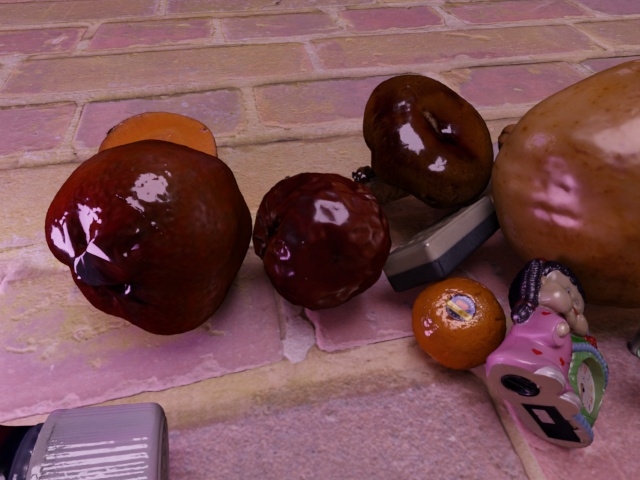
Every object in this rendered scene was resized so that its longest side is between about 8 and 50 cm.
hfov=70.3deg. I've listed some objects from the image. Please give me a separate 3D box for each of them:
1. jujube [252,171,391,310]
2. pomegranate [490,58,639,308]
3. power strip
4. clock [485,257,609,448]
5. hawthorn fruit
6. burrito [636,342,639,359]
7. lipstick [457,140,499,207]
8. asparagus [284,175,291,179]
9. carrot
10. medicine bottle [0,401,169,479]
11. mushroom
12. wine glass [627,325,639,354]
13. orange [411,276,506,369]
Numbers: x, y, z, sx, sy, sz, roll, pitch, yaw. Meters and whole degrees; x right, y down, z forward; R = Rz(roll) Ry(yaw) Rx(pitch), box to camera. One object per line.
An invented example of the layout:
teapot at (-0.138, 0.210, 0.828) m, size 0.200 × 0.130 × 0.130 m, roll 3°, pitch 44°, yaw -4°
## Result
jujube at (0.000, 0.000, 0.712) m, size 0.213 × 0.212 × 0.232 m, roll -10°, pitch 20°, yaw -11°
pomegranate at (0.450, -0.095, 0.727) m, size 0.411 × 0.409 × 0.409 m, roll 1°, pitch 43°, yaw 0°
power strip at (0.213, -0.001, 0.770) m, size 0.257 × 0.105 × 0.070 m, roll -27°, pitch 90°, yaw -44°
clock at (0.309, 0.141, 0.606) m, size 0.100 × 0.194 × 0.195 m, roll -15°, pitch 34°, yaw 48°
hawthorn fruit at (-0.242, -0.010, 0.694) m, size 0.296 × 0.294 × 0.311 m, roll 7°, pitch 9°, yaw 7°
burrito at (0.545, 0.167, 0.545) m, size 0.288 × 0.054 × 0.104 m, roll 11°, pitch 45°, yaw 8°
lipstick at (0.395, -0.174, 1.006) m, size 0.327 × 0.087 × 0.087 m, roll -29°, pitch 51°, yaw -28°
asparagus at (-0.068, -0.099, 0.970) m, size 0.018 × 0.015 × 0.127 m, roll 0°, pitch 43°, yaw -4°
carrot at (-0.346, -0.158, 0.971) m, size 0.259 × 0.100 × 0.307 m, roll -18°, pitch 48°, yaw -15°
medicine bottle at (-0.351, 0.253, 0.427) m, size 0.396 × 0.242 × 0.242 m, roll -4°, pitch 43°, yaw -12°
mushroom at (0.193, -0.184, 0.866) m, size 0.268 × 0.266 × 0.254 m, roll -11°, pitch 4°, yaw -13°
wine glass at (0.493, 0.140, 0.676) m, size 0.039 × 0.083 × 0.042 m, roll 4°, pitch 41°, yaw -3°
orange at (0.202, 0.122, 0.668) m, size 0.136 × 0.117 × 0.135 m, roll -8°, pitch 53°, yaw 11°
